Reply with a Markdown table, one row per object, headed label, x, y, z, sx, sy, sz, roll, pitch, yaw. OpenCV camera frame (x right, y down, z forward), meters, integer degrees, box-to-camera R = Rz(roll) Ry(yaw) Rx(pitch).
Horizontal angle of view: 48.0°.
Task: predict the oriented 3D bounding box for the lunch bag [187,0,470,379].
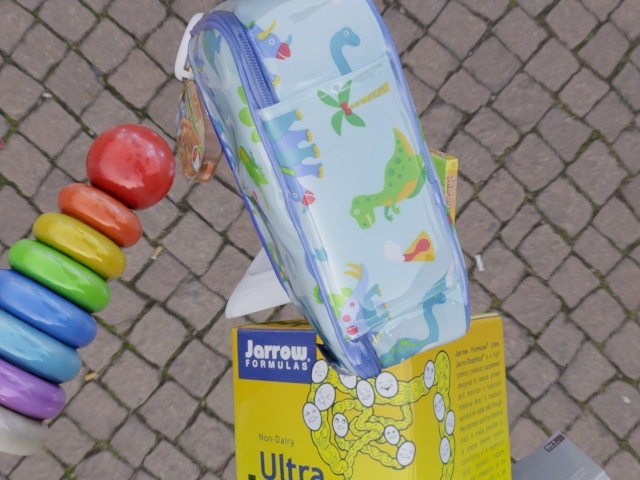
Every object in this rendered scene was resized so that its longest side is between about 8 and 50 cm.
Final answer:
| label | x | y | z | sx | sy | sz | roll | pitch | yaw |
| --- | --- | --- | --- | --- | --- | --- | --- | --- | --- |
| lunch bag | 0.000 | -0.039 | 0.425 | 0.090 | 0.176 | 0.219 | -24 | 112 | -8 |

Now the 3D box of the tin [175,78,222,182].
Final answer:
| label | x | y | z | sx | sy | sz | roll | pitch | yaw |
| --- | --- | --- | --- | --- | --- | --- | --- | --- | --- |
| tin | -0.193 | -0.174 | 1.134 | 0.040 | 0.106 | 0.190 | 3 | 49 | -25 |

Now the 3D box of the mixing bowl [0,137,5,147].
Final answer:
| label | x | y | z | sx | sy | sz | roll | pitch | yaw |
| --- | --- | --- | --- | --- | --- | --- | --- | --- | --- |
| mixing bowl | -0.636 | -0.187 | 1.203 | 0.181 | 0.181 | 0.098 | -13 | 99 | -3 |

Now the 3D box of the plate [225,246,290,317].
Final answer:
| label | x | y | z | sx | sy | sz | roll | pitch | yaw |
| --- | --- | --- | --- | --- | --- | --- | --- | --- | --- |
| plate | 0.000 | 0.000 | 1.124 | 0.277 | 0.278 | 0.045 | -17 | 114 | 28 |

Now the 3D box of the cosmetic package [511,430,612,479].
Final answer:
| label | x | y | z | sx | sy | sz | roll | pitch | yaw |
| --- | --- | --- | --- | --- | --- | --- | --- | --- | --- |
| cosmetic package | 0.295 | 0.339 | 0.774 | 0.127 | 0.107 | 0.238 | -43 | 108 | -1 |

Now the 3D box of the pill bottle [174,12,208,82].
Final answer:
| label | x | y | z | sx | sy | sz | roll | pitch | yaw |
| --- | --- | --- | --- | --- | --- | --- | --- | --- | --- |
| pill bottle | -0.126 | -0.288 | 1.203 | 0.214 | 0.117 | 0.117 | 20 | 88 | -8 |

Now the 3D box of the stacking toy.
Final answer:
| label | x | y | z | sx | sy | sz | roll | pitch | yaw |
| --- | --- | --- | --- | --- | --- | --- | --- | --- | --- |
| stacking toy | -0.245 | 0.031 | 0.701 | 0.141 | 0.141 | 0.330 | 31 | 74 | -2 |

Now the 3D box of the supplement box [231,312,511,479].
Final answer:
| label | x | y | z | sx | sy | sz | roll | pitch | yaw |
| --- | --- | --- | --- | --- | --- | --- | --- | --- | --- |
| supplement box | 0.054 | 0.251 | 0.678 | 0.194 | 0.195 | 0.357 | -5 | 86 | 36 |

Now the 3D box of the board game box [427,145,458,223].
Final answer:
| label | x | y | z | sx | sy | sz | roll | pitch | yaw |
| --- | --- | --- | --- | --- | --- | --- | --- | --- | --- |
| board game box | 0.224 | -0.055 | 1.452 | 0.039 | 0.124 | 0.260 | -10 | 115 | -25 |
